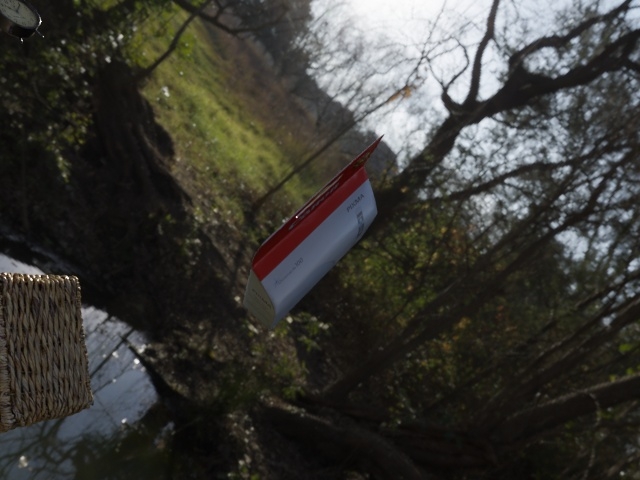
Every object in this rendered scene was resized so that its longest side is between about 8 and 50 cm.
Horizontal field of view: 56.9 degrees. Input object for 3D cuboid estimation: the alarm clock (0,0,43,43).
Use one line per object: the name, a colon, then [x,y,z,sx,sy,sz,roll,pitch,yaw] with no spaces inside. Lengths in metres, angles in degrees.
alarm clock: [-0.915,-0.678,1.753,0.129,0.064,0.192,-16,75,-56]

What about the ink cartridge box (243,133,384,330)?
ink cartridge box: [0.000,0.000,1.123,0.091,0.308,0.385,44,-22,5]

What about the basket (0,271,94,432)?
basket: [-0.623,0.223,1.182,0.223,0.213,0.299,11,67,-68]
